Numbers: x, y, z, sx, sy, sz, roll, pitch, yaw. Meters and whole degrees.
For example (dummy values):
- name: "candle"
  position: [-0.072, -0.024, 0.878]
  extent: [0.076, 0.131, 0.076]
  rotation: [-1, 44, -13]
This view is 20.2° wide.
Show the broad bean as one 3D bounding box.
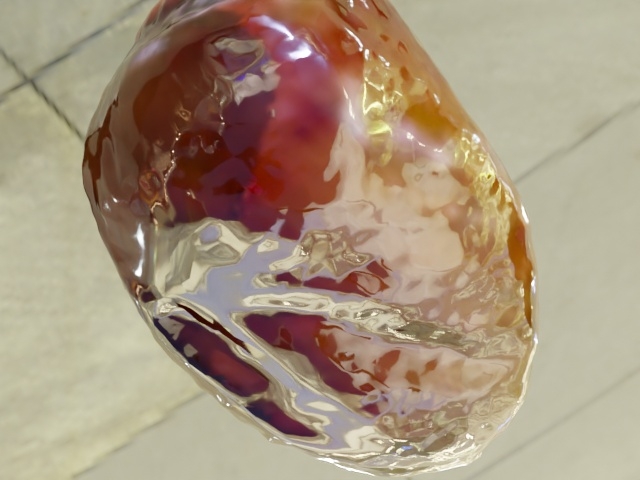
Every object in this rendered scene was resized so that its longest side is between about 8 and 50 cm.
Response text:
- name: "broad bean"
  position: [0.003, -0.002, 0.656]
  extent: [0.156, 0.122, 0.228]
  rotation: [-9, 134, 26]
